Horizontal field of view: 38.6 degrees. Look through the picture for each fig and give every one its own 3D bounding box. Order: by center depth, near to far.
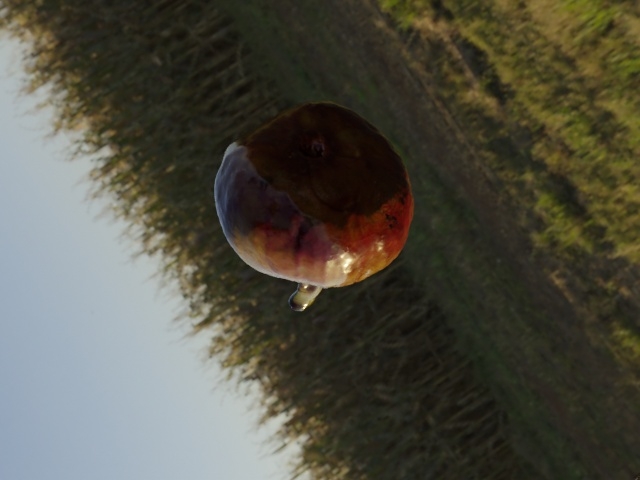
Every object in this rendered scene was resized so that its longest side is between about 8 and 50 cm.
[{"bbox_3d":[-0.017,-0.029,0.929,0.191,0.190,0.290,56,167,2],"label":"fig"}]

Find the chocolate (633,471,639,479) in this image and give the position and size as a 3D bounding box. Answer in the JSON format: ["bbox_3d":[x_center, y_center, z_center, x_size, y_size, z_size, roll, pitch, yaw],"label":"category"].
[{"bbox_3d":[0.208,0.189,0.553,0.064,0.031,0.101,22,-132,-47],"label":"chocolate"}]
